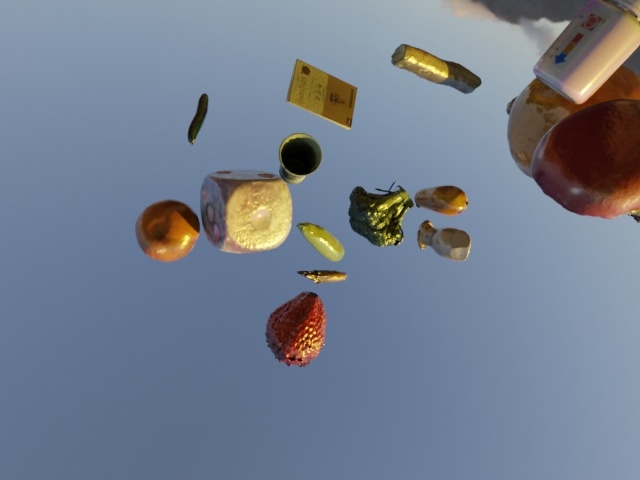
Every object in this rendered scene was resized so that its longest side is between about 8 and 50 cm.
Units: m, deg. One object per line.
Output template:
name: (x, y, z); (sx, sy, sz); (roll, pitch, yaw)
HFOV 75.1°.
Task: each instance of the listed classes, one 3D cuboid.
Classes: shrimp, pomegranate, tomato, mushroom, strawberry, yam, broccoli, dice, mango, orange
shrimp: (-0.002, 0.160, 1.821); (0.262, 0.117, 0.066); (6, -98, -31)
pomegranate: (0.729, -0.347, 1.238); (0.411, 0.410, 0.409); (16, -137, -15)
tomato: (0.462, -0.133, 0.632); (0.234, 0.139, 0.200); (0, -131, -7)
mushroom: (0.365, 0.000, 1.240); (0.088, 0.096, 0.212); (-35, -153, -9)
strawberry: (-0.089, 0.341, 1.662); (0.250, 0.288, 0.238); (31, 179, 15)
yam: (0.334, -0.481, 1.175); (0.318, 0.071, 0.067); (5, -91, -32)
broccoli: (0.252, -0.129, 1.807); (0.304, 0.284, 0.321); (45, -165, -41)
dice: (-0.281, -0.117, 1.552); (0.271, 0.269, 0.271); (-8, -159, -33)
mango: (0.365, -0.121, 1.245); (0.115, 0.089, 0.178); (8, -177, -21)
orange: (-0.567, -0.038, 1.563); (0.240, 0.240, 0.171); (37, -179, 8)

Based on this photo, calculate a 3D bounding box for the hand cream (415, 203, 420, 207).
hand cream: (0.496, -0.180, 1.834); (0.062, 0.163, 0.038); (-32, -81, -44)

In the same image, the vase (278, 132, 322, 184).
vase: (-0.058, -0.187, 1.009); (0.096, 0.219, 0.095); (0, -90, -8)

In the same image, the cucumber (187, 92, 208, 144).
cucumber: (-0.334, -0.340, 1.147); (0.036, 0.033, 0.184); (-7, -124, 21)

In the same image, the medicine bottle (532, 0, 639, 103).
medicine bottle: (0.631, -0.456, 0.945); (0.152, 0.254, 0.151); (28, -151, -17)

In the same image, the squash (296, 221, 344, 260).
squash: (0.002, -0.006, 2.074); (0.371, 0.119, 0.118); (41, -152, -43)

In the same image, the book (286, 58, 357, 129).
book: (0.008, -0.404, 1.154); (0.199, 0.016, 0.138); (16, -106, -24)
